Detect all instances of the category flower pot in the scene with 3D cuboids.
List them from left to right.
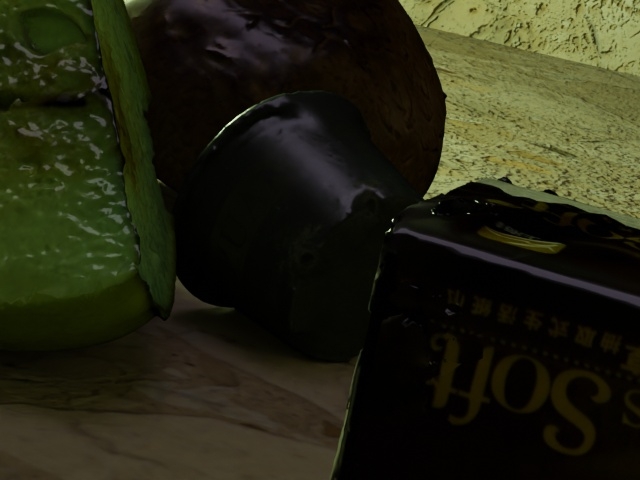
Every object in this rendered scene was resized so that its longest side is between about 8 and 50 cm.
[{"bbox_3d":[0.000,0.000,1.101,0.157,0.157,0.107,-2,33,-45],"label":"flower pot"}]

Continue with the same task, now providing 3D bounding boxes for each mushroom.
[{"bbox_3d":[-0.048,-0.137,1.399,0.345,0.345,0.239,6,-26,-24],"label":"mushroom"}]

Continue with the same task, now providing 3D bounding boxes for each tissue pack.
[{"bbox_3d":[0.187,0.114,0.679,0.370,0.210,0.198,16,18,15],"label":"tissue pack"}]

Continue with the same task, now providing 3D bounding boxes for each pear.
[{"bbox_3d":[-0.218,-0.049,1.000,0.292,0.292,0.159,13,-21,2],"label":"pear"}]
